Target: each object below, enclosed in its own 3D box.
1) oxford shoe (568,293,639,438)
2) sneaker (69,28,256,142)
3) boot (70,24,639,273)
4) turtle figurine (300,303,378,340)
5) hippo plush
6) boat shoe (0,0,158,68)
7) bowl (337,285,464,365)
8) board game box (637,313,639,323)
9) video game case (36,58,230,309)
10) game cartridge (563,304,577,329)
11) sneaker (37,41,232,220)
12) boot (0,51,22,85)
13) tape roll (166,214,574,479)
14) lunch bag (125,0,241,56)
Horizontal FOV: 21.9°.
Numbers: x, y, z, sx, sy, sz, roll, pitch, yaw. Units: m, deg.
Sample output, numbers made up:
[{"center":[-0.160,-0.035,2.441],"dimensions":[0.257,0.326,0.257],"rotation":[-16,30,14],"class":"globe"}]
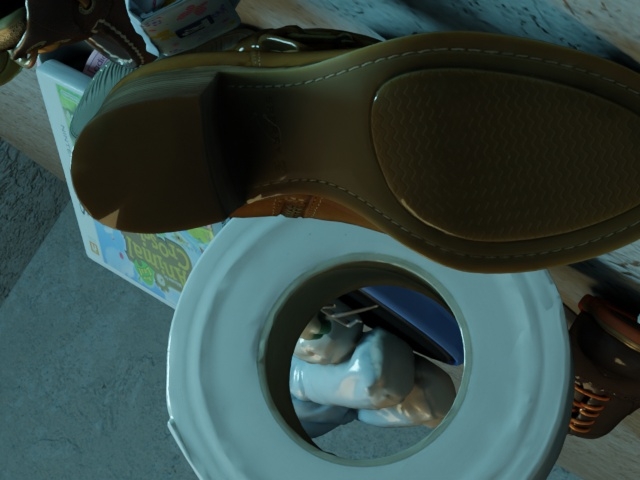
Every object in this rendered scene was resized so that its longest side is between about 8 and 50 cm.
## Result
[{"center":[0.220,0.109,1.268],"dimensions":[0.097,0.098,0.271],"rotation":[31,174,11],"class":"oxford shoe"},{"center":[-0.079,-0.078,1.162],"dimensions":[0.118,0.083,0.222],"rotation":[33,157,-36],"class":"sneaker"},{"center":[0.033,-0.055,0.807],"dimensions":[0.283,0.109,0.220],"rotation":[-7,-167,9],"class":"boot"},{"center":[-0.062,0.001,1.387],"dimensions":[0.234,0.175,0.118],"rotation":[2,-172,43],"class":"turtle figurine"},{"center":[-0.032,0.176,1.696],"dimensions":[0.294,0.236,0.234],"rotation":[31,174,12],"class":"hippo plush"},{"center":[-0.191,-0.168,0.987],"dimensions":[0.123,0.123,0.342],"rotation":[30,174,20],"class":"boat shoe"},{"center":[0.000,0.000,1.619],"dimensions":[0.391,0.077,0.391],"rotation":[32,174,3],"class":"bowl"},{"center":[0.285,0.087,0.781],"dimensions":[0.224,0.097,0.303],"rotation":[29,172,25],"class":"board game box"},{"center":[-0.142,-0.031,1.326],"dimensions":[0.212,0.023,0.193],"rotation":[27,139,41],"class":"video game case"},{"center":[0.186,0.056,1.419],"dimensions":[0.056,0.017,0.083],"rotation":[32,176,-43],"class":"game cartridge"},{"center":[-0.132,-0.099,1.349],"dimensions":[0.319,0.112,0.131],"rotation":[16,150,48],"class":"sneaker"},{"center":[-0.300,-0.204,1.333],"dimensions":[0.213,0.077,0.165],"rotation":[44,-175,4],"class":"boot"},{"center":[0.036,0.092,1.173],"dimensions":[0.286,0.286,0.100],"rotation":[30,174,15],"class":"tape roll"},{"center":[-0.062,-0.132,0.814],"dimensions":[0.053,0.083,0.071],"rotation":[31,173,10],"class":"lunch bag"}]
